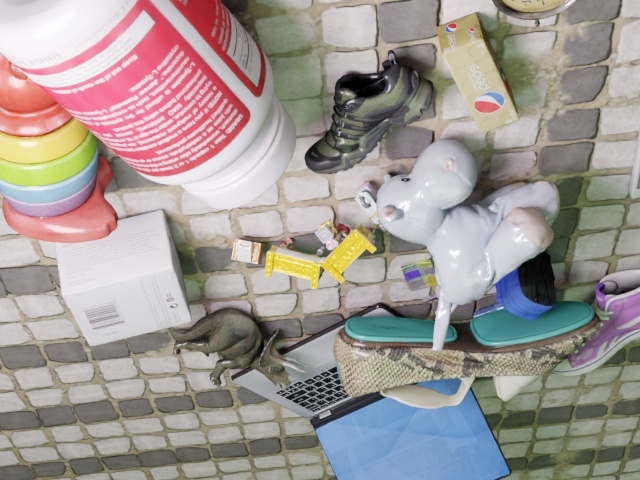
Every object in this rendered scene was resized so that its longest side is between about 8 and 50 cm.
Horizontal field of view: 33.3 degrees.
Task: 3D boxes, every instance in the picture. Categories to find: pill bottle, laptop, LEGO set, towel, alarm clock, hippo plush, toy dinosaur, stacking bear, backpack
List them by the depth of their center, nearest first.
[{"bbox_3d":[-0.203,-0.214,1.323,0.229,0.229,0.407,-22,141,20],"label":"pill bottle"},{"bbox_3d":[0.260,-0.353,1.341,0.129,0.064,0.192,-31,139,31],"label":"alarm clock"},{"bbox_3d":[-0.379,-0.154,1.454,0.164,0.175,0.289,-8,135,-9],"label":"stacking bear"},{"bbox_3d":[0.204,-0.039,1.688,0.236,0.234,0.294,41,113,-8],"label":"hippo plush"},{"bbox_3d":[0.000,0.000,1.784,0.287,0.107,0.132,-21,107,26],"label":"LEGO set"},{"bbox_3d":[0.362,0.082,1.896,0.098,0.120,0.101,12,140,-24],"label":"backpack"},{"bbox_3d":[0.181,0.063,1.938,0.060,0.009,0.083,-12,143,10],"label":"towel"},{"bbox_3d":[-0.174,0.178,1.983,0.160,0.121,0.313,-32,133,14],"label":"toy dinosaur"},{"bbox_3d":[0.354,0.138,2.048,0.119,0.029,0.067,-17,142,16],"label":"towel"},{"bbox_3d":[0.099,0.367,2.148,0.382,0.236,0.408,-29,138,27],"label":"laptop"}]

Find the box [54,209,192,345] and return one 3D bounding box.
[{"bbox_3d":[-0.319,0.064,1.750,0.182,0.119,0.181,-14,147,-4],"label":"box"}]

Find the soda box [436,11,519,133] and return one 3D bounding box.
[{"bbox_3d":[0.223,-0.232,1.503,0.061,0.058,0.181,-18,143,17],"label":"soda box"}]

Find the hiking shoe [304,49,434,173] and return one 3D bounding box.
[{"bbox_3d":[0.048,-0.187,1.538,0.227,0.086,0.114,-35,121,26],"label":"hiking shoe"}]

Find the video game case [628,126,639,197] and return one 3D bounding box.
[{"bbox_3d":[0.589,-0.142,1.708,0.173,0.022,0.190,-8,143,3],"label":"video game case"}]

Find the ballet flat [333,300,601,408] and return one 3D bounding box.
[{"bbox_3d":[0.267,0.217,1.963,0.483,0.164,0.182,-5,111,-1],"label":"ballet flat"}]

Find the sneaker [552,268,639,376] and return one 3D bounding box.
[{"bbox_3d":[0.523,0.144,2.033,0.282,0.102,0.161,-36,132,19],"label":"sneaker"}]
